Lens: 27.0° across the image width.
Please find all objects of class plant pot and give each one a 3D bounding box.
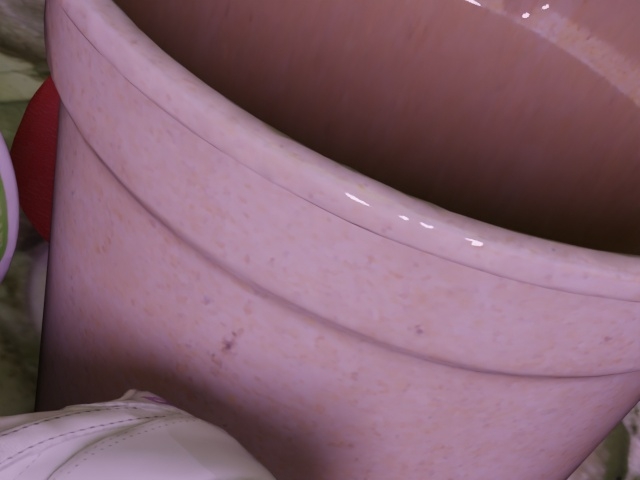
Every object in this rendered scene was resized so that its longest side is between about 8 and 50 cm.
[{"bbox_3d":[0.008,0.017,0.579,0.334,0.305,0.333,15,36,-11],"label":"plant pot"}]

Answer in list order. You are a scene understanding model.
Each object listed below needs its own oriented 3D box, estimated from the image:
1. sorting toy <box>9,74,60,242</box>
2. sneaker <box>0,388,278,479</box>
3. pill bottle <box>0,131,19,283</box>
[{"bbox_3d":[0.000,0.000,0.804,0.366,0.127,0.126,24,6,-3],"label":"sorting toy"},{"bbox_3d":[-0.143,0.130,0.348,0.305,0.114,0.152,-19,31,-21],"label":"sneaker"},{"bbox_3d":[-0.212,0.020,0.422,0.136,0.136,0.245,26,28,6],"label":"pill bottle"}]
